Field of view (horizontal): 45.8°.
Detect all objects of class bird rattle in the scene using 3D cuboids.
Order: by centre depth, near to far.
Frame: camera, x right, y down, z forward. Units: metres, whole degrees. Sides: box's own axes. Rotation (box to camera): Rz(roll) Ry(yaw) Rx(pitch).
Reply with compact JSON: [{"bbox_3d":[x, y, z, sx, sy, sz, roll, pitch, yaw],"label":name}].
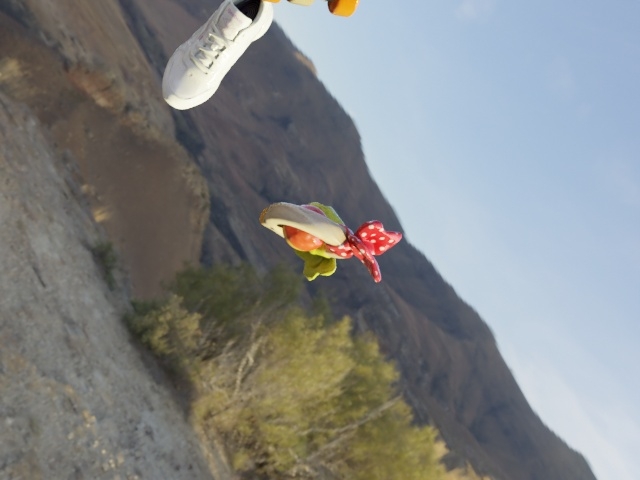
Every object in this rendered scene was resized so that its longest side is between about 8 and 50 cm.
[{"bbox_3d":[0.000,0.000,1.303,0.207,0.143,0.253,26,-3,-22],"label":"bird rattle"}]

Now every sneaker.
[{"bbox_3d":[-0.209,-0.395,1.492,0.114,0.305,0.152,39,-8,-4],"label":"sneaker"}]

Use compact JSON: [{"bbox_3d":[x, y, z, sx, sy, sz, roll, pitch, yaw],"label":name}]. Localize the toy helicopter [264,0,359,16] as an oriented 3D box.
[{"bbox_3d":[0.003,-0.511,1.066,0.235,0.140,0.355,-103,-156,-48],"label":"toy helicopter"}]
